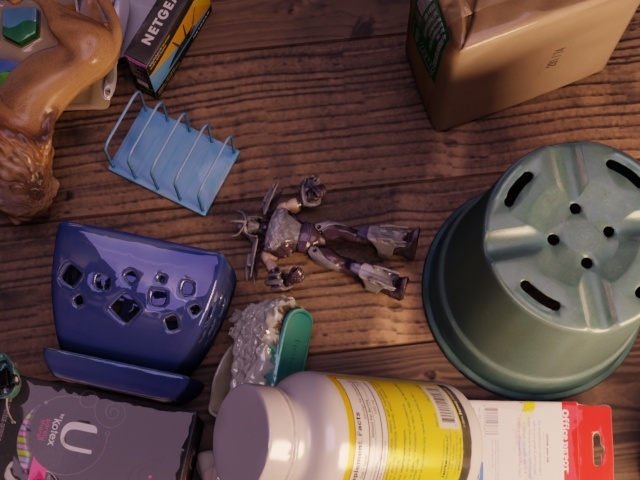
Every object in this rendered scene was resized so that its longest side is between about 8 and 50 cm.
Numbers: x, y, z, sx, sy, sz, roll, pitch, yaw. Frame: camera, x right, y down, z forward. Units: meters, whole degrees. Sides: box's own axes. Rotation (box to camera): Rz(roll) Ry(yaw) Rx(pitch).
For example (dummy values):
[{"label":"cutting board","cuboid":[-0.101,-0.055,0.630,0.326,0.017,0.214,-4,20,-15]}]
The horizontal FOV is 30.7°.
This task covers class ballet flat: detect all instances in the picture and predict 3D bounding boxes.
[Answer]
[{"label":"ballet flat","cuboid":[-0.104,0.278,1.665,0.147,0.147,0.409,11,72,2]}]

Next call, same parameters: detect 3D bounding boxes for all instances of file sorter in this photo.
[{"label":"file sorter","cuboid":[-0.227,-0.136,1.767,0.170,0.104,0.118,26,76,6]}]

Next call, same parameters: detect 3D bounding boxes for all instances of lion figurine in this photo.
[{"label":"lion figurine","cuboid":[-0.403,-0.233,1.721,0.240,0.142,0.392,43,101,20]}]

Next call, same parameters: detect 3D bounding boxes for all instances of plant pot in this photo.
[{"label":"plant pot","cuboid":[0.326,0.032,1.614,0.341,0.334,0.341,0,74,-1]},{"label":"plant pot","cuboid":[-0.257,0.112,1.641,0.236,0.236,0.212,12,81,2]}]

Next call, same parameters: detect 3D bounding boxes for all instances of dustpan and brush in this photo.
[{"label":"dustpan and brush","cuboid":[-0.320,-0.311,1.814,0.147,0.060,0.211,13,76,-19]}]

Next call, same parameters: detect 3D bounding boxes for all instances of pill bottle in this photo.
[{"label":"pill bottle","cuboid":[0.035,0.272,1.549,0.334,0.188,0.188,9,72,-33]}]

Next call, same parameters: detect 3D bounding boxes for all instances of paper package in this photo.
[{"label":"paper package","cuboid":[0.289,-0.329,1.714,0.309,0.325,0.168,-22,76,-5]}]

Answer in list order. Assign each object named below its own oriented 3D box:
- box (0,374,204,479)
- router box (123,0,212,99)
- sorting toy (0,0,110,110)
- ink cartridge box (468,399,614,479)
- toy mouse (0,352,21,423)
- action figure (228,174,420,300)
[{"label":"box","cuboid":[-0.314,0.299,1.631,0.270,0.143,0.165,11,75,1]},{"label":"router box","cuboid":[-0.233,-0.323,1.801,0.046,0.133,0.179,27,77,7]},{"label":"sorting toy","cuboid":[-0.436,-0.297,1.839,0.208,0.038,0.193,-1,75,-1]},{"label":"ink cartridge box","cuboid":[0.297,0.300,1.674,0.231,0.078,0.134,2,76,0]},{"label":"toy mouse","cuboid":[-0.449,0.208,1.570,0.143,0.031,0.161,31,83,26]},{"label":"action figure","cuboid":[0.000,0.000,1.740,0.285,0.099,0.185,13,81,6]}]
